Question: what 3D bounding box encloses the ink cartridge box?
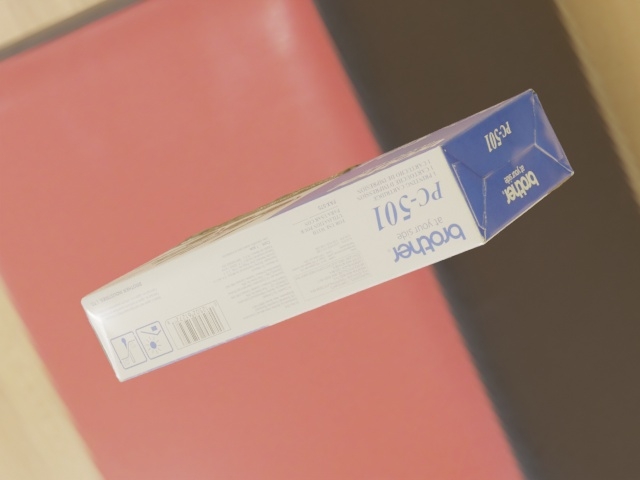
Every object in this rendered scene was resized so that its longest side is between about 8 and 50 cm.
[{"bbox_3d":[0.000,0.000,0.735,0.207,0.097,0.046,-22,96,35],"label":"ink cartridge box"}]
